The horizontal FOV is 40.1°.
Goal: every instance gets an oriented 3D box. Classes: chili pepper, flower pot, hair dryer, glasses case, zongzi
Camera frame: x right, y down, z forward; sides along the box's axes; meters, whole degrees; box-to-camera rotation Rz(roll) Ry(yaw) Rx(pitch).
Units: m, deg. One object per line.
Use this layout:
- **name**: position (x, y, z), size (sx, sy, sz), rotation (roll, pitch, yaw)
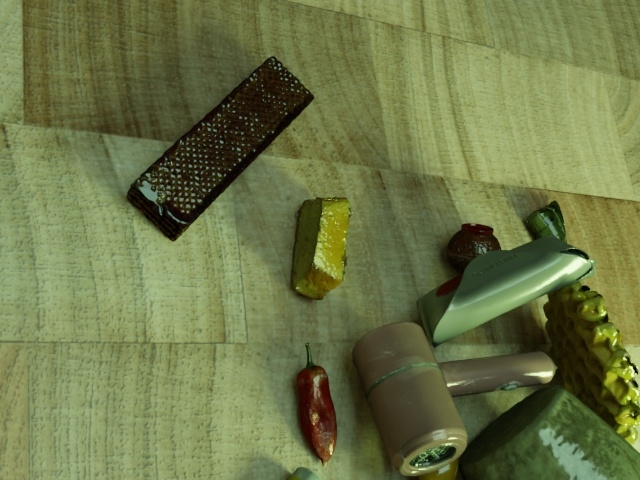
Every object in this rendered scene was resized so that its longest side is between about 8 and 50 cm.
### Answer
- **chili pepper**: position (-0.006, 0.253, 1.356), size (0.059, 0.050, 0.191), rotation (-4, 84, -36)
- **flower pot**: position (0.401, 0.422, 1.399), size (0.293, 0.293, 0.330), rotation (-34, 81, -37)
- **hair dryer**: position (0.243, 0.236, 1.402), size (0.352, 0.125, 0.210), rotation (-4, 51, -21)
- **glasses case**: position (0.306, 0.067, 1.500), size (0.308, 0.128, 0.083), rotation (-25, 124, -4)
- **zongzi**: position (0.477, -0.021, 1.771), size (0.119, 0.055, 0.109), rotation (-24, 85, -47)

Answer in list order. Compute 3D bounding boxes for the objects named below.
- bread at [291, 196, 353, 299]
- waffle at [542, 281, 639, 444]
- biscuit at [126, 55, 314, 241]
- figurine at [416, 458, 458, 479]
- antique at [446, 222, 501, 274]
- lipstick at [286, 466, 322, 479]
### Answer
- **bread**: position (0.000, 0.000, 1.438), size (0.065, 0.103, 0.188), rotation (19, 65, -21)
- **waffle**: position (0.471, 0.219, 1.531), size (0.062, 0.329, 0.329), rotation (-15, 76, -5)
- **biscuit**: position (-0.157, -0.156, 1.429), size (0.107, 0.073, 0.388), rotation (44, 53, -6)
- **figurine**: position (0.181, 0.400, 1.359), size (0.121, 0.122, 0.176), rotation (25, 59, -17)
- **antique**: position (0.280, 0.022, 1.602), size (0.104, 0.104, 0.104), rotation (13, 63, -26)
- **lipstick**: position (-0.089, 0.429, 1.222), size (0.059, 0.059, 0.264), rotation (48, 53, -4)
